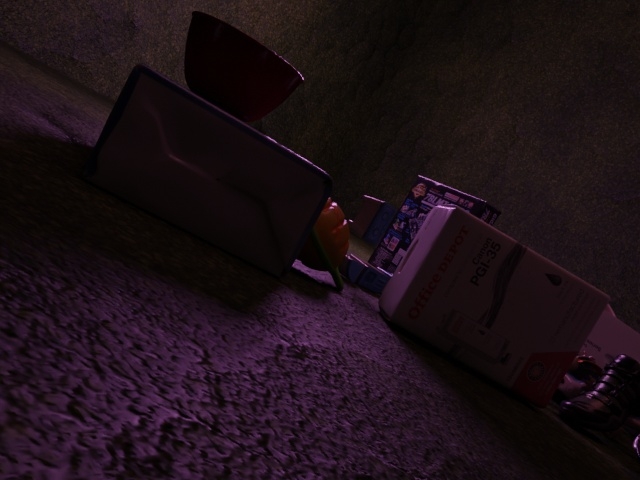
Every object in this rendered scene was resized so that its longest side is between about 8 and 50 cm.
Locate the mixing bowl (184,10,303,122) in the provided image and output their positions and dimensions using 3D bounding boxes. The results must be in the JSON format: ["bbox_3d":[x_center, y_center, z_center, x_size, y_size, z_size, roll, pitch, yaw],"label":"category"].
[{"bbox_3d":[-0.126,-0.234,0.803,0.181,0.098,0.181,30,4,-2],"label":"mixing bowl"}]

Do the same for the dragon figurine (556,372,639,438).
[{"bbox_3d":[0.546,0.318,1.096,0.289,0.085,0.144,30,4,11],"label":"dragon figurine"}]

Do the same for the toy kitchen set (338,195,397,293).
[{"bbox_3d":[0.144,0.030,1.125,0.207,0.166,0.122,26,6,-46],"label":"toy kitchen set"}]

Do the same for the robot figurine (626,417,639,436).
[{"bbox_3d":[0.860,0.421,1.292,0.353,0.200,0.299,34,19,32],"label":"robot figurine"}]

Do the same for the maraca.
[{"bbox_3d":[0.000,0.000,0.870,0.127,0.099,0.186,-102,170,-48],"label":"maraca"}]

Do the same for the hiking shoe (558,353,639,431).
[{"bbox_3d":[0.496,0.251,0.955,0.226,0.114,0.086,-3,3,-25],"label":"hiking shoe"}]

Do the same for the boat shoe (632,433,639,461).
[{"bbox_3d":[0.538,0.310,0.833,0.158,0.127,0.340,38,5,6],"label":"boat shoe"}]

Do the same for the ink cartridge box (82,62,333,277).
[{"bbox_3d":[-0.175,-0.118,0.819,0.270,0.151,0.395,29,3,-22],"label":"ink cartridge box"}]

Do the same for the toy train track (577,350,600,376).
[{"bbox_3d":[0.517,0.235,1.074,0.083,0.014,0.048,41,-33,-13],"label":"toy train track"}]

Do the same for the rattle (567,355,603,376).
[{"bbox_3d":[0.421,0.182,1.041,0.199,0.143,0.130,-3,-11,22],"label":"rattle"}]

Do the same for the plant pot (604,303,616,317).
[{"bbox_3d":[0.654,0.263,1.575,0.284,0.284,0.191,32,-30,17],"label":"plant pot"}]

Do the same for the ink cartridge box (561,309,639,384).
[{"bbox_3d":[0.573,0.248,1.258,0.211,0.122,0.289,33,-16,-8],"label":"ink cartridge box"}]

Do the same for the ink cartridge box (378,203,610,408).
[{"bbox_3d":[0.264,0.099,0.885,0.283,0.207,0.117,30,3,-4],"label":"ink cartridge box"}]

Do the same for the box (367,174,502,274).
[{"bbox_3d":[0.281,0.000,1.453,0.073,0.293,0.295,28,5,-31],"label":"box"}]
